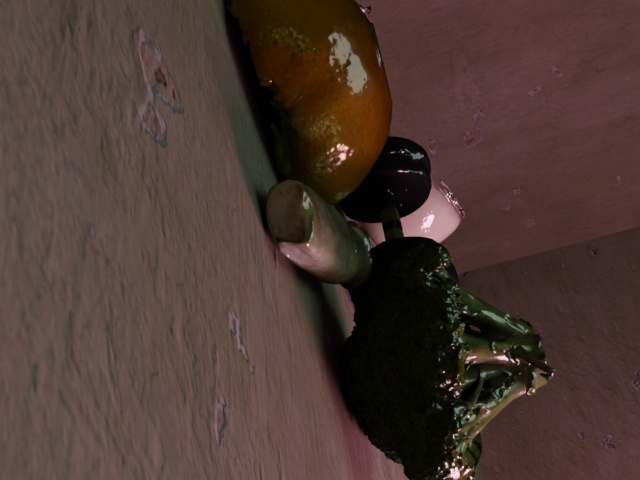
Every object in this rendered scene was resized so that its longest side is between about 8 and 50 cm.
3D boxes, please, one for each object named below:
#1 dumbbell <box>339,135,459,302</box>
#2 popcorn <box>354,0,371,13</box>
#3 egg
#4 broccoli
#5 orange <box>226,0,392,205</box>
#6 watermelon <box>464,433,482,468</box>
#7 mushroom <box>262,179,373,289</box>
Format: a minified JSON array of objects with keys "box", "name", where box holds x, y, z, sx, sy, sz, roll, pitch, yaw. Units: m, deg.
[{"box":[0.125,-0.018,1.729,0.185,0.185,0.388,61,16,-57],"name":"dumbbell"},{"box":[0.010,-0.383,1.731,0.168,0.174,0.195,62,4,2],"name":"popcorn"},{"box":[0.144,-0.090,2.054,0.286,0.174,0.264,49,-2,30],"name":"egg"},{"box":[0.168,0.177,1.364,0.303,0.284,0.321,-110,-163,-55],"name":"broccoli"},{"box":[-0.005,-0.208,1.359,0.262,0.196,0.334,-57,140,-60],"name":"orange"},{"box":[0.212,0.371,1.773,0.187,0.141,0.140,96,-13,-56],"name":"watermelon"},{"box":[0.000,0.000,1.276,0.312,0.081,0.099,33,39,-70],"name":"mushroom"}]
